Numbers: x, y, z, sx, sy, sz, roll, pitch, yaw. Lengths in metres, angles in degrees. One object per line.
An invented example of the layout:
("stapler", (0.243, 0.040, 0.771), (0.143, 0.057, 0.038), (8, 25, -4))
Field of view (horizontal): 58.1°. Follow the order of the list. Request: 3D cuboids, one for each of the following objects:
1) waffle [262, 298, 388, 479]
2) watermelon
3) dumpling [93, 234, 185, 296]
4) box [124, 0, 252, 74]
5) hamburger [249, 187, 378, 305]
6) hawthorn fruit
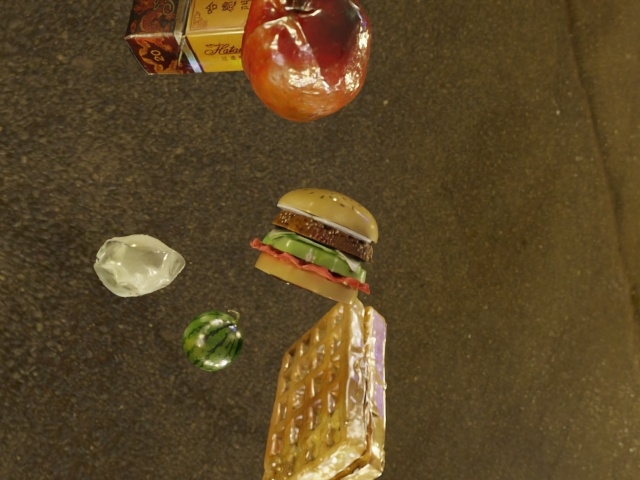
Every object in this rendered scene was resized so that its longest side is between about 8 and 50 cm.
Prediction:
("waffle", (0.010, 0.262, 0.936), (0.098, 0.224, 0.328), (35, 31, -16))
("watermelon", (-0.171, 0.162, 0.945), (0.109, 0.109, 0.109), (-7, 101, -40))
("dumpling", (-0.424, 0.065, 1.345), (0.181, 0.111, 0.155), (26, 101, -9))
("box", (-0.149, -0.462, 1.116), (0.116, 0.415, 0.264), (72, 21, -66))
("hamburger", (0.003, 0.001, 0.769), (0.175, 0.175, 0.137), (23, 89, -40))
("hawthorn fruit", (-0.020, -0.230, 0.648), (0.194, 0.157, 0.157), (70, 43, -72))
